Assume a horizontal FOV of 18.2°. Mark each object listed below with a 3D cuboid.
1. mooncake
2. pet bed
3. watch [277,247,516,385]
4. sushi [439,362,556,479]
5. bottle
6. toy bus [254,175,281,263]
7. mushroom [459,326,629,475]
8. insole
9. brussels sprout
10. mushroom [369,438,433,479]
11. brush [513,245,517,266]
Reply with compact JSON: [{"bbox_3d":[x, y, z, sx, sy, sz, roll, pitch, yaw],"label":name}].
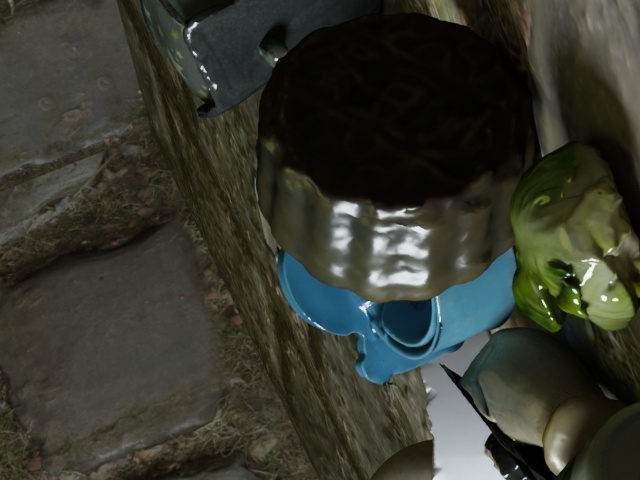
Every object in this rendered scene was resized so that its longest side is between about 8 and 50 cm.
[{"bbox_3d":[0.060,-0.074,1.560,0.124,0.228,0.228,86,160,-55],"label":"mooncake"},{"bbox_3d":[-0.050,-0.225,1.909,0.159,0.211,0.183,53,166,23],"label":"pet bed"},{"bbox_3d":[0.091,0.024,1.777,0.193,0.211,0.211,-13,100,65],"label":"watch"},{"bbox_3d":[0.190,0.217,1.809,0.193,0.040,0.210,36,-170,-35],"label":"sushi"},{"bbox_3d":[0.229,0.207,1.514,0.253,0.120,0.120,109,138,-70],"label":"bottle"},{"bbox_3d":[0.000,0.000,2.561,0.342,0.097,0.138,-132,28,-69],"label":"toy bus"},{"bbox_3d":[0.190,0.135,1.725,0.247,0.096,0.108,-153,64,-73],"label":"mushroom"},{"bbox_3d":[0.158,0.205,2.056,0.007,0.111,0.327,-60,-42,-76],"label":"insole"},{"bbox_3d":[0.182,-0.003,1.441,0.181,0.101,0.139,33,-131,-75],"label":"brussels sprout"},{"bbox_3d":[0.157,0.308,2.178,0.206,0.209,0.206,27,128,40],"label":"mushroom"},{"bbox_3d":[0.173,0.002,1.772,0.218,0.010,0.082,83,162,-64],"label":"brush"}]
